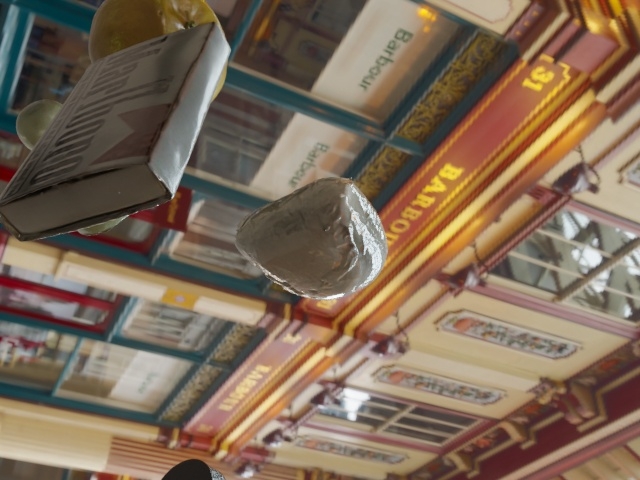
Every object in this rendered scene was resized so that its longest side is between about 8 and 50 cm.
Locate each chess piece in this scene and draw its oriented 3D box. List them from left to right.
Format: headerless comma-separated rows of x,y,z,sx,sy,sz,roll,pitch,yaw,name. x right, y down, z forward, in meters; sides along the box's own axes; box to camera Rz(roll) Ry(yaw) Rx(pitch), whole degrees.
-0.439,-0.140,1.349,0.133,0.243,0.133,-18,-145,13,chess piece

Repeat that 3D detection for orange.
-0.306,-0.367,1.469,0.235,0.279,0.278,-19,-128,33,orange

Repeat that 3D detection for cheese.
0.000,0.000,1.110,0.198,0.189,0.154,-22,-148,29,cheese

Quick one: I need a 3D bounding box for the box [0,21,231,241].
-0.130,-0.079,0.503,0.115,0.035,0.177,-14,-142,18,box

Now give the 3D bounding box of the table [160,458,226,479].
-0.214,0.423,1.227,0.134,0.043,0.133,-24,-140,23,table
